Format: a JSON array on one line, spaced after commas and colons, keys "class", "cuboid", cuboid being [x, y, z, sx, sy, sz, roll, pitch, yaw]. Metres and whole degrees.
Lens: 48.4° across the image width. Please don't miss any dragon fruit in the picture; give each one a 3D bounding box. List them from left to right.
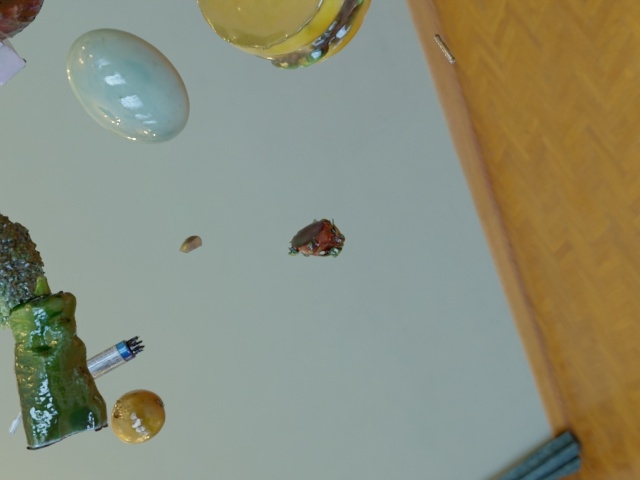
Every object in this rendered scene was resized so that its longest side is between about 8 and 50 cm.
[{"class": "dragon fruit", "cuboid": [0.000, 0.000, 2.077, 0.175, 0.142, 0.138, 24, -152, -24]}]

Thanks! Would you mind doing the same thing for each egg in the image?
[{"class": "egg", "cuboid": [-0.546, -0.436, 2.045, 0.389, 0.276, 0.276, 42, -176, -33]}]

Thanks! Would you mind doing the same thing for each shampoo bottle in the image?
[{"class": "shampoo bottle", "cuboid": [-0.543, 0.307, 1.841, 0.050, 0.183, 0.087, 58, 172, 23]}]

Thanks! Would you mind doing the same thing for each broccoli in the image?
[{"class": "broccoli", "cuboid": [-0.662, 0.045, 1.317, 0.288, 0.260, 0.235, 55, 170, 45]}]

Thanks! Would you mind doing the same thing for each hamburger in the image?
[{"class": "hamburger", "cuboid": [-0.080, -0.587, 1.649, 0.395, 0.396, 0.277, 59, -158, 11]}]

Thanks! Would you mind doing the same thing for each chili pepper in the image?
[{"class": "chili pepper", "cuboid": [-0.437, 0.191, 1.169, 0.099, 0.136, 0.270, -8, 92, 59]}]

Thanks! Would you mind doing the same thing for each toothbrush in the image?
[{"class": "toothbrush", "cuboid": [-0.829, 0.416, 2.067, 0.030, 0.303, 0.030, 23, 172, 4]}]

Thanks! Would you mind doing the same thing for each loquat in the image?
[{"class": "loquat", "cuboid": [-0.466, 0.447, 1.823, 0.141, 0.141, 0.141, 59, 172, 13]}]

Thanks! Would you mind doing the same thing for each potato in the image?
[{"class": "potato", "cuboid": [-0.335, 0.004, 1.828, 0.093, 0.037, 0.036, -39, -38, -73]}]

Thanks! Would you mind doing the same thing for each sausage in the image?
[{"class": "sausage", "cuboid": [0.278, -0.430, 1.595, 0.015, 0.015, 0.100, 73, 174, -58]}]

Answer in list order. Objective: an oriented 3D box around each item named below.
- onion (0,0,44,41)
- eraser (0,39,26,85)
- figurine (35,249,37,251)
[{"class": "onion", "cuboid": [-0.506, -0.357, 1.052, 0.139, 0.195, 0.218, -55, 47, 30]}, {"class": "eraser", "cuboid": [-0.707, -0.428, 1.369, 0.130, 0.086, 0.287, 46, 176, 32]}, {"class": "figurine", "cuboid": [-0.891, 0.075, 1.932, 0.141, 0.237, 0.162, -80, -11, -73]}]
